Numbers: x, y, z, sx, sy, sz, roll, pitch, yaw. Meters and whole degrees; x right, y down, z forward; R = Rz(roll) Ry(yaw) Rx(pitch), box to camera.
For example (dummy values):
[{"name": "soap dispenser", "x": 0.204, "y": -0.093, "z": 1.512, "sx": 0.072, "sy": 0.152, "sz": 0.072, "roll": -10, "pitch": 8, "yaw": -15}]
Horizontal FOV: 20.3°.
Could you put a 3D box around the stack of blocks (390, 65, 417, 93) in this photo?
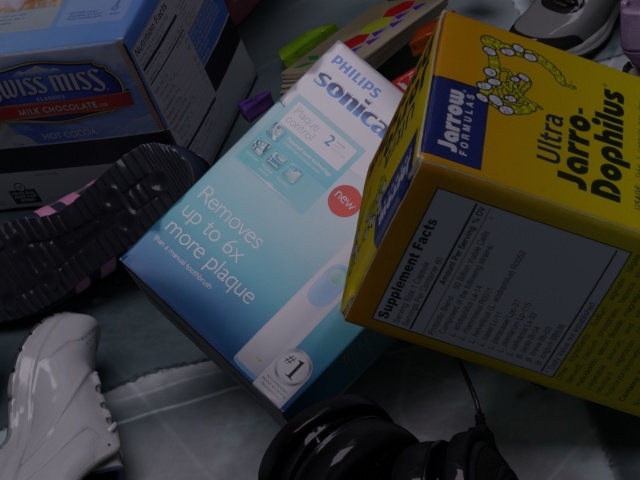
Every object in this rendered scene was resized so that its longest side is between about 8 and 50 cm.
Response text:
[{"name": "stack of blocks", "x": 0.035, "y": -0.045, "z": 1.836, "sx": 0.297, "sy": 0.087, "sz": 0.171, "roll": -32, "pitch": 38, "yaw": -10}]

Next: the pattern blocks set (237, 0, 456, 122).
[{"name": "pattern blocks set", "x": 0.048, "y": -0.221, "z": 2.031, "sx": 0.325, "sy": 0.026, "sz": 0.285, "roll": -36, "pitch": 22, "yaw": -20}]

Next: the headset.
[{"name": "headset", "x": 0.082, "y": 0.221, "z": 1.495, "sx": 0.243, "sy": 0.185, "sz": 0.394, "roll": 12, "pitch": 66, "yaw": 37}]

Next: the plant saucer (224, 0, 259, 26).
[{"name": "plant saucer", "x": -0.228, "y": -0.338, "z": 2.328, "sx": 0.332, "sy": 0.084, "sz": 0.332, "roll": -14, "pitch": 39, "yaw": 12}]

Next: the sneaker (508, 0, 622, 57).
[{"name": "sneaker", "x": 0.303, "y": -0.293, "z": 1.972, "sx": 0.271, "sy": 0.108, "sz": 0.100, "roll": -40, "pitch": 42, "yaw": -17}]

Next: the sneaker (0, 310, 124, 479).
[{"name": "sneaker", "x": -0.243, "y": 0.191, "z": 1.718, "sx": 0.129, "sy": 0.111, "sz": 0.297, "roll": 2, "pitch": 46, "yaw": 7}]

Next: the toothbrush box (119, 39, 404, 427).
[{"name": "toothbrush box", "x": 0.000, "y": 0.000, "z": 1.660, "sx": 0.295, "sy": 0.126, "sz": 0.216, "roll": -44, "pitch": 72, "yaw": -10}]

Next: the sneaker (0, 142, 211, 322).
[{"name": "sneaker", "x": -0.250, "y": -0.001, "z": 1.948, "sx": 0.319, "sy": 0.112, "sz": 0.131, "roll": -26, "pitch": -7, "yaw": 18}]

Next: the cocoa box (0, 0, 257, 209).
[{"name": "cocoa box", "x": -0.294, "y": -0.198, "z": 2.079, "sx": 0.347, "sy": 0.228, "sz": 0.231, "roll": -3, "pitch": 42, "yaw": 25}]

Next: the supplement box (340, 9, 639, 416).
[{"name": "supplement box", "x": 0.222, "y": -0.008, "z": 1.467, "sx": 0.356, "sy": 0.194, "sz": 0.195, "roll": 19, "pitch": 44, "yaw": -7}]

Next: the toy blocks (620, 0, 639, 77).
[{"name": "toy blocks", "x": 0.461, "y": -0.336, "z": 1.811, "sx": 0.309, "sy": 0.260, "sz": 0.288, "roll": 3, "pitch": 46, "yaw": 30}]
